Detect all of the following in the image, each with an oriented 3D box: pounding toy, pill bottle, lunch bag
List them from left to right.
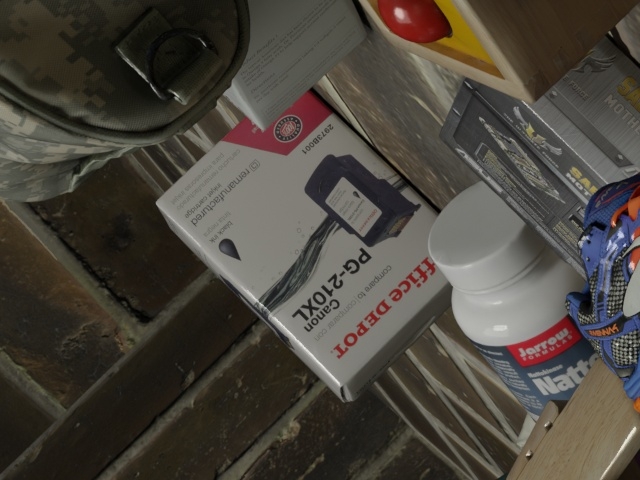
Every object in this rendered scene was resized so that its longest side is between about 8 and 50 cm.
[{"bbox_3d":[-0.181,-0.145,0.891,0.256,0.212,0.305,52,161,-11],"label":"lunch bag"},{"bbox_3d":[0.083,-0.109,0.673,0.181,0.094,0.206,50,172,-31],"label":"pounding toy"},{"bbox_3d":[0.151,0.046,1.093,0.180,0.108,0.108,50,172,-31],"label":"pill bottle"}]

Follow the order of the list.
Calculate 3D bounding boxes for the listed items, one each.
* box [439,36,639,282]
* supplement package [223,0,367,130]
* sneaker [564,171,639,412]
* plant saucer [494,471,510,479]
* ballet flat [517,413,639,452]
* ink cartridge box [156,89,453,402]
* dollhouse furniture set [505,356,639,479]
[{"bbox_3d":[0.169,-0.014,0.862,0.231,0.056,0.183,45,172,6],"label":"box"},{"bbox_3d":[-0.059,-0.176,1.070,0.105,0.105,0.179,44,173,31],"label":"supplement package"},{"bbox_3d":[0.153,-0.003,0.703,0.087,0.083,0.221,40,146,23],"label":"sneaker"},{"bbox_3d":[0.222,0.236,0.947,0.317,0.317,0.044,43,130,24],"label":"plant saucer"},{"bbox_3d":[0.228,0.174,1.415,0.095,0.096,0.280,42,172,29],"label":"ballet flat"},{"bbox_3d":[0.000,0.000,1.447,0.237,0.172,0.100,44,173,12],"label":"ink cartridge box"},{"bbox_3d":[0.315,0.173,0.876,0.303,0.198,0.286,4,-139,-27],"label":"dollhouse furniture set"}]
